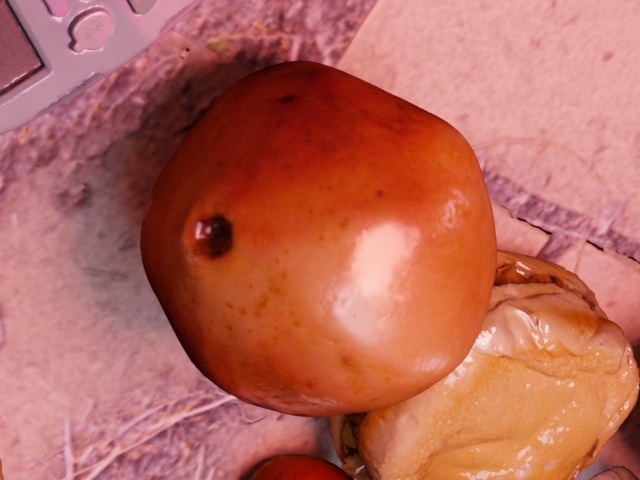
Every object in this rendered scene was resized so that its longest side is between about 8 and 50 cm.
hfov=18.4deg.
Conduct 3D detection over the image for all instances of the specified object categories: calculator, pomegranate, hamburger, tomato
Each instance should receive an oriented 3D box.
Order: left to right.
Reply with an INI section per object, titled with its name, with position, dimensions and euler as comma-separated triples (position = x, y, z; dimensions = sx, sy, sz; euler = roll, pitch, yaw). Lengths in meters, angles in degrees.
[calculator]
position = -0.160, -0.153, 1.032
dimensions = 0.299, 0.041, 0.185
euler = -33, 132, -6
[tomato]
position = -0.014, 0.184, 1.335
dimensions = 0.087, 0.075, 0.087
euler = -6, 116, -13
[pomegranate]
position = -0.003, -0.002, 1.128
dimensions = 0.209, 0.209, 0.209
euler = -15, 128, -19
[hamburger]
position = 0.108, 0.101, 1.318
dimensions = 0.214, 0.108, 0.214
euler = -14, 128, -18

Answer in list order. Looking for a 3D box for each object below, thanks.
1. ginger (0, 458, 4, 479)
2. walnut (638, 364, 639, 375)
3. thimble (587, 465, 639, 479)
[ginger]
position = -0.279, 0.089, 1.095
dimensions = 0.116, 0.109, 0.263
euler = -42, 133, 0
[walnut]
position = 0.349, 0.140, 1.417
dimensions = 0.336, 0.209, 0.209
euler = 23, 109, -34
[thimble]
position = 0.195, 0.308, 1.422
dimensions = 0.271, 0.150, 0.271
euler = -41, 156, -22
